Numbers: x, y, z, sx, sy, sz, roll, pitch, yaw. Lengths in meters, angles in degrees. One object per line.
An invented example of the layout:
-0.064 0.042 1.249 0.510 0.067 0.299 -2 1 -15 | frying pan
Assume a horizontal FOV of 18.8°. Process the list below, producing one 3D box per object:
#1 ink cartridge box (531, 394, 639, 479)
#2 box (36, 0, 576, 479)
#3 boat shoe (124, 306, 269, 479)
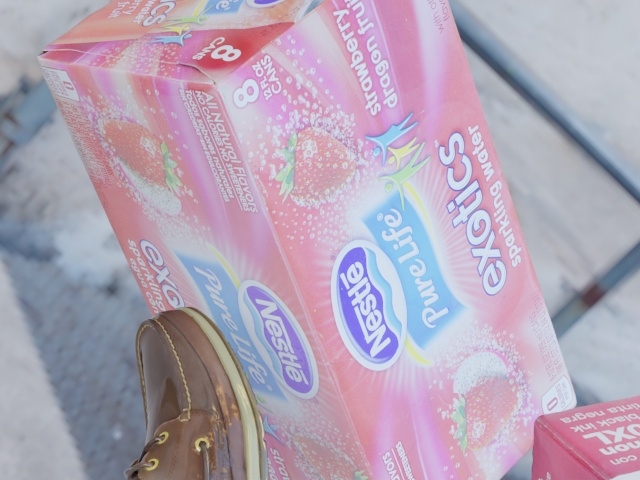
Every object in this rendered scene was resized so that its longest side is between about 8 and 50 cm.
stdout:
0.158 0.172 0.614 0.100 0.172 0.237 -7 21 -20 | ink cartridge box
0.000 0.000 0.992 0.142 0.154 0.300 15 -46 46 | box
-0.057 0.105 0.840 0.060 0.064 0.178 -3 55 -23 | boat shoe
